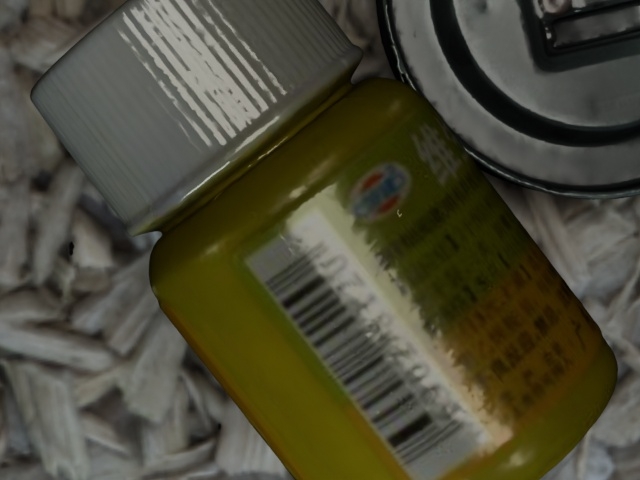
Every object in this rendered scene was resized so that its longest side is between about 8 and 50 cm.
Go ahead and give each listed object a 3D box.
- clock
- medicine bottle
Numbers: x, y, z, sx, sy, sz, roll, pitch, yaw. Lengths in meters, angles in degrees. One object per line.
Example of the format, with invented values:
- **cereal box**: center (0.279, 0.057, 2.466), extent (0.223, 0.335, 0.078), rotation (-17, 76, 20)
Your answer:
- **clock**: center (0.189, -0.181, 1.221), extent (0.312, 0.061, 0.313), rotation (0, 89, -8)
- **medicine bottle**: center (0.000, 0.000, 1.109), extent (0.224, 0.224, 0.384), rotation (-39, 95, -7)
